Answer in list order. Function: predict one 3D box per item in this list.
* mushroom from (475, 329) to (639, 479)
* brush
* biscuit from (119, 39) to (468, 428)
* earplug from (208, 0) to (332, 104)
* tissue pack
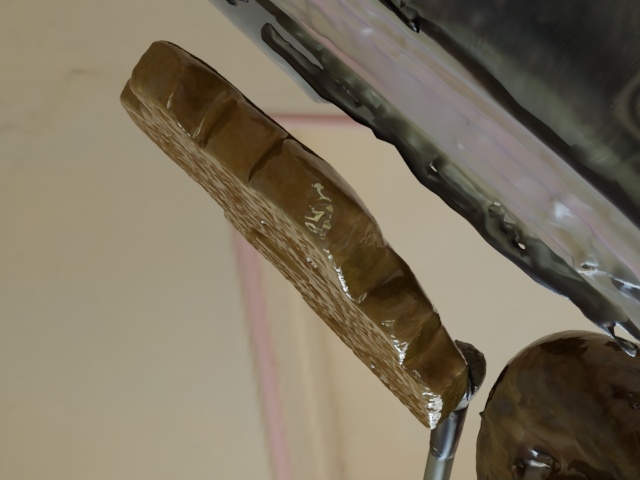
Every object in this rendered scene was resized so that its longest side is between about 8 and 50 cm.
[{"bbox_3d":[0.220,0.203,1.276,0.283,0.195,0.263,-103,15,-68],"label":"mushroom"},{"bbox_3d":[0.101,0.181,1.491,0.299,0.042,0.039,95,-161,-48],"label":"brush"},{"bbox_3d":[0.000,0.000,0.812,0.041,0.212,0.239,-46,-58,-8],"label":"biscuit"},{"bbox_3d":[-0.034,-0.360,1.629,0.394,0.312,0.313,40,-135,-24],"label":"earplug"},{"bbox_3d":[0.170,-0.153,0.696,0.361,0.259,0.122,-48,-6,-18],"label":"tissue pack"}]
